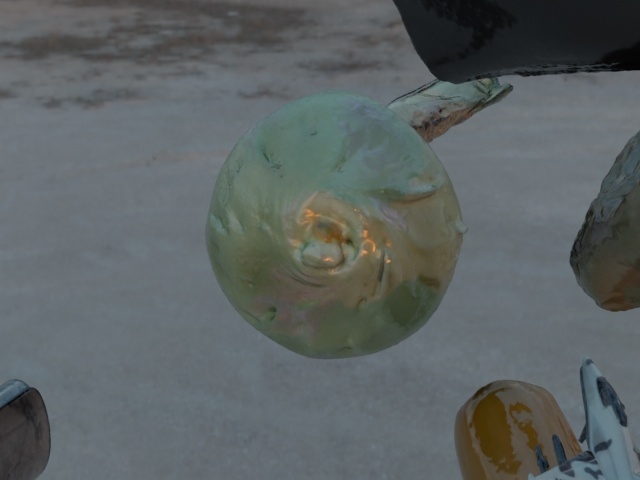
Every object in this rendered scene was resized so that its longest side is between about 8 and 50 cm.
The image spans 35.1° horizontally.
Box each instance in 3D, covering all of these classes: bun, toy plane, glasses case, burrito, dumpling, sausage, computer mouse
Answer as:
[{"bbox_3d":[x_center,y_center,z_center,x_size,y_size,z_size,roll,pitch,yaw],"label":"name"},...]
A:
[{"bbox_3d":[0.000,0.000,1.021,0.283,0.283,0.179,6,19,19],"label":"bun"},{"bbox_3d":[0.203,0.165,0.685,0.159,0.082,0.234,15,19,-10],"label":"toy plane"},{"bbox_3d":[-0.345,0.233,0.902,0.060,0.114,0.299,3,17,16],"label":"glasses case"},{"bbox_3d":[0.128,-0.148,1.190,0.229,0.063,0.058,-30,22,-25],"label":"burrito"},{"bbox_3d":[0.202,-0.013,0.595,0.086,0.166,0.332,1,18,24],"label":"dumpling"},{"bbox_3d":[0.219,0.288,0.954,0.134,0.116,0.354,-39,37,18],"label":"sausage"},{"bbox_3d":[0.133,-0.142,0.475,0.264,0.147,0.088,4,30,34],"label":"computer mouse"}]
